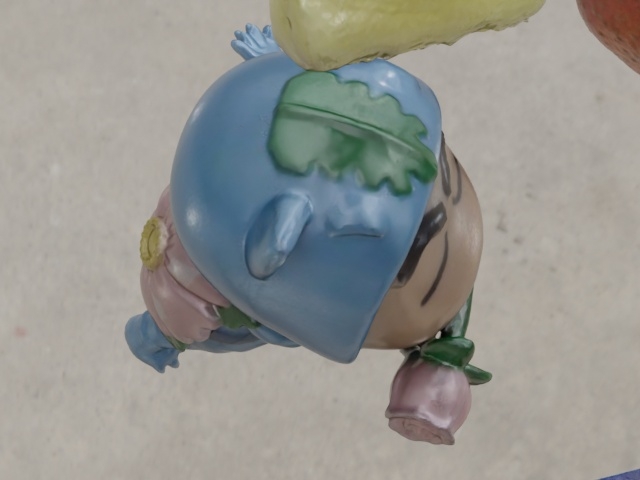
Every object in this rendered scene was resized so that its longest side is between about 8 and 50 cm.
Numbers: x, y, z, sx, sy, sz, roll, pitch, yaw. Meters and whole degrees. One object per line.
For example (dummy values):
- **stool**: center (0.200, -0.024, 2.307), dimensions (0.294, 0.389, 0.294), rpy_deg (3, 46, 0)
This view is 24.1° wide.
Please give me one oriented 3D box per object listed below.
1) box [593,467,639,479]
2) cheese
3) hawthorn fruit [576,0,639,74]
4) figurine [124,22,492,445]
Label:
- **box**: center (0.290, 0.338, 1.282), dimensions (0.261, 0.116, 0.279), rpy_deg (-16, 47, 3)
- **cheese**: center (0.023, -0.070, 0.380), dimensions (0.083, 0.044, 0.030), rpy_deg (-18, 36, -32)
- **hawthorn fruit**: center (0.262, -0.176, 1.000), dimensions (0.189, 0.189, 0.189), rpy_deg (6, 52, -8)
- **figurine**: center (0.001, 0.005, 0.547), dimensions (0.144, 0.178, 0.114), rpy_deg (35, 57, -12)
